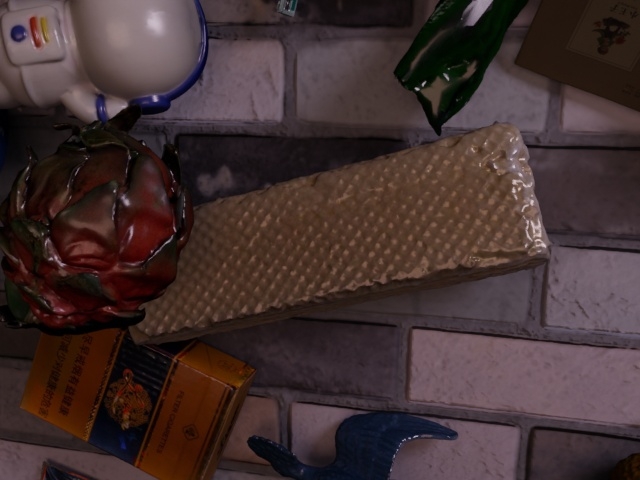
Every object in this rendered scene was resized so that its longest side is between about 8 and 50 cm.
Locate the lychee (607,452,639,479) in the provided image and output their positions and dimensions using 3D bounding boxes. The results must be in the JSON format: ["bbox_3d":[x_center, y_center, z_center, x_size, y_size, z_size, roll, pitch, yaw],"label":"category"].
[{"bbox_3d":[0.332,0.264,0.654,0.147,0.114,0.114,6,103,-7],"label":"lychee"}]

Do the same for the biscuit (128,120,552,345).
[{"bbox_3d":[0.000,0.000,0.673,0.426,0.078,0.143,-12,77,14],"label":"biscuit"}]

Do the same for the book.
[{"bbox_3d":[0.262,-0.205,0.560,0.139,0.016,0.198,25,142,9],"label":"book"}]

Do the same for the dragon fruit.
[{"bbox_3d":[-0.204,-0.009,0.609,0.182,0.182,0.188,25,130,6],"label":"dragon fruit"}]

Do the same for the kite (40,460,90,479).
[{"bbox_3d":[-0.289,0.378,0.863,0.321,0.016,0.233,-28,93,15],"label":"kite"}]

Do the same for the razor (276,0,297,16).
[{"bbox_3d":[-0.107,-0.276,0.677,0.191,0.037,0.068,15,99,11],"label":"razor"}]

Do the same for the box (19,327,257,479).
[{"bbox_3d":[-0.212,0.172,0.775,0.237,0.070,0.152,23,105,5],"label":"box"}]

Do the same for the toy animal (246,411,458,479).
[{"bbox_3d":[0.030,0.279,0.701,0.176,0.239,0.255,42,153,-26],"label":"toy animal"}]

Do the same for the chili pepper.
[{"bbox_3d":[0.139,-0.206,0.608,0.098,0.061,0.224,22,91,-36],"label":"chili pepper"}]

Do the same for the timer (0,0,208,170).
[{"bbox_3d":[-0.300,-0.174,0.656,0.384,0.270,0.270,-10,99,-1],"label":"timer"}]
